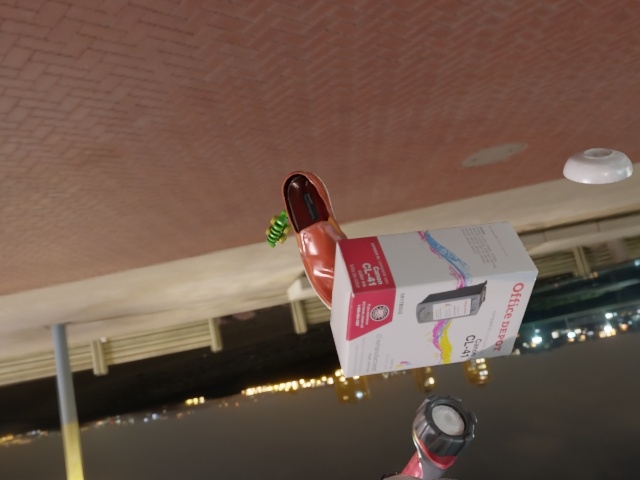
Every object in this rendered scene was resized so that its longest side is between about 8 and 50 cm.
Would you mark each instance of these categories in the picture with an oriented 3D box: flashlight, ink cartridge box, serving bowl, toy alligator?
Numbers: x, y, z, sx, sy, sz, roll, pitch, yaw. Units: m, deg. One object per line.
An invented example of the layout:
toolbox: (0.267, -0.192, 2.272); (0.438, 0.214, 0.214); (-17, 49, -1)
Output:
flashlight: (0.172, 0.399, 1.159); (0.103, 0.103, 0.304); (4, 133, -22)
ink cartridge box: (0.179, 0.101, 1.092); (0.306, 0.131, 0.226); (-6, 133, -7)
serving bowl: (0.359, -0.101, 0.838); (0.083, 0.027, 0.083); (-8, -155, 4)
toy alligator: (-0.108, -0.044, 1.752); (0.051, 0.056, 0.189); (-45, 166, -54)

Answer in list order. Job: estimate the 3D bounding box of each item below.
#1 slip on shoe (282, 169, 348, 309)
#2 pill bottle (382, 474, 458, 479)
slip on shoe: (0.000, 0.000, 1.327); (0.123, 0.331, 0.101); (-25, 162, 13)
pill bottle: (0.211, 0.451, 0.863); (0.224, 0.224, 0.392); (-6, 177, -27)
